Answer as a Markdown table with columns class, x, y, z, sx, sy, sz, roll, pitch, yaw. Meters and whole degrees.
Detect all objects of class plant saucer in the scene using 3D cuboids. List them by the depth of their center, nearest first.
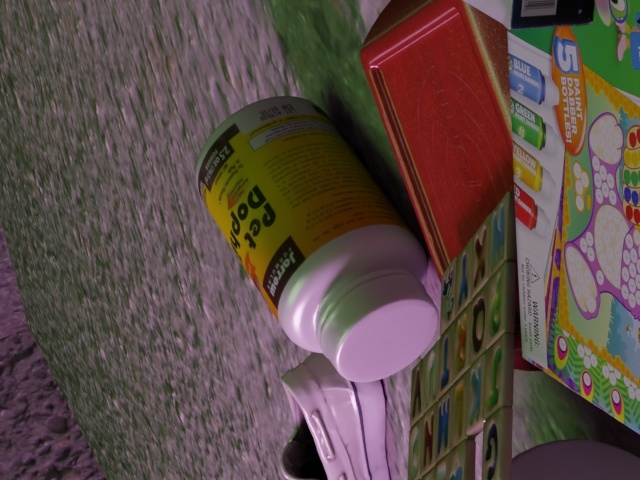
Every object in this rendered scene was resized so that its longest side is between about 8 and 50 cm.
| class | x | y | z | sx | sy | sz | roll | pitch | yaw |
| --- | --- | --- | --- | --- | --- | --- | --- | --- | --- |
| plant saucer | 0.101 | -0.039 | 1.081 | 0.259 | 0.048 | 0.258 | 162 | 88 | -76 |

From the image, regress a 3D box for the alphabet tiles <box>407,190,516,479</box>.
| class | x | y | z | sx | sy | sz | roll | pitch | yaw |
| --- | --- | --- | --- | --- | --- | --- | --- | --- | --- |
| alphabet tiles | 0.077 | 0.102 | 1.066 | 0.237 | 0.009 | 0.198 | 119 | 156 | -69 |

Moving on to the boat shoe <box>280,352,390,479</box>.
| class | x | y | z | sx | sy | sz | roll | pitch | yaw |
| --- | --- | --- | --- | --- | --- | --- | --- | --- | --- |
| boat shoe | 0.009 | 0.195 | 1.646 | 0.096 | 0.088 | 0.267 | 56 | 160 | 36 |

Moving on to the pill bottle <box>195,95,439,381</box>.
| class | x | y | z | sx | sy | sz | roll | pitch | yaw |
| --- | --- | --- | --- | --- | --- | --- | --- | --- | --- |
| pill bottle | 0.000 | 0.000 | 1.359 | 0.215 | 0.117 | 0.117 | 56 | 160 | 38 |

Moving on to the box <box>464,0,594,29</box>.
| class | x | y | z | sx | sy | sz | roll | pitch | yaw |
| --- | --- | --- | --- | --- | --- | --- | --- | --- | --- |
| box | 0.076 | -0.227 | 0.824 | 0.159 | 0.044 | 0.233 | -134 | 42 | -58 |

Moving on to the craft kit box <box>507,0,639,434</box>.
| class | x | y | z | sx | sy | sz | roll | pitch | yaw |
| --- | --- | --- | --- | --- | --- | --- | --- | --- | --- |
| craft kit box | 0.162 | -0.028 | 0.820 | 0.247 | 0.061 | 0.249 | -150 | 52 | -61 |

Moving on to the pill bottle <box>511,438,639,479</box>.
| class | x | y | z | sx | sy | sz | roll | pitch | yaw |
| --- | --- | --- | --- | --- | --- | --- | --- | --- | --- |
| pill bottle | 0.141 | 0.235 | 1.140 | 0.153 | 0.153 | 0.264 | 60 | 162 | 28 |
